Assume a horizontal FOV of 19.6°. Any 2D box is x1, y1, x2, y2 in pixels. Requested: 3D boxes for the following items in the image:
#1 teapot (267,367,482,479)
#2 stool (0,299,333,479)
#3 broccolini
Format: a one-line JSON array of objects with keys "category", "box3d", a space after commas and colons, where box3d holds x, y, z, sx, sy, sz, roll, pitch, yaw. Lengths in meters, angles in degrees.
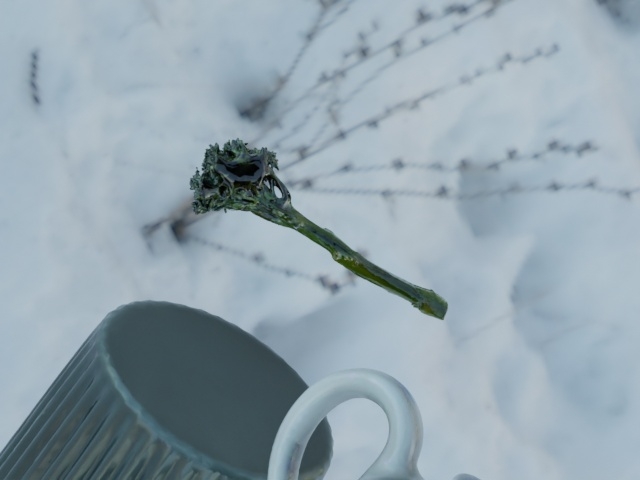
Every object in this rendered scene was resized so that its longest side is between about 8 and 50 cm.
[{"category": "teapot", "box3d": [0.097, 0.283, 1.426, 0.424, 0.280, 0.252, 59, 15, 25]}, {"category": "stool", "box3d": [-0.176, 0.254, 1.740, 0.297, 0.330, 0.297, 27, 25, -14]}, {"category": "broccolini", "box3d": [0.001, -0.005, 1.586, 0.254, 0.071, 0.058, 32, 37, -21]}]
